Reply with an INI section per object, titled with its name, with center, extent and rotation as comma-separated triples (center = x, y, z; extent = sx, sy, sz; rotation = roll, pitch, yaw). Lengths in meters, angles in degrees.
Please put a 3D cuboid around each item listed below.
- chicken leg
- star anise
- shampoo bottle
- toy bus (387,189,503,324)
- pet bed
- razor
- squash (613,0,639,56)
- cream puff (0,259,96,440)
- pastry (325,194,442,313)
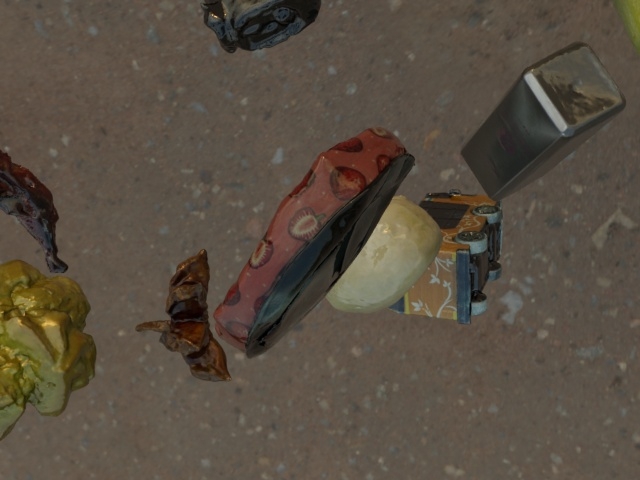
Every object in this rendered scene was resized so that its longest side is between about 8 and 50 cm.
[chicken leg]
center = -0.419, -0.048, 1.094
extent = 0.048, 0.089, 0.219
rotation = 7, 144, 46
[star anise]
center = -0.201, 0.127, 1.192
extent = 0.196, 0.111, 0.212
rotation = 50, 135, 38
[shampoo bottle]
center = 0.217, -0.111, 0.820
extent = 0.080, 0.079, 0.246
rotation = 60, 168, 9
[toy bus]
center = 0.253, 0.022, 1.548
extent = 0.194, 0.323, 0.162
rotation = 4, 113, 22
[pet bed]
center = 0.000, 0.000, 0.584
extent = 0.053, 0.201, 0.201
rotation = 41, 125, 8
[razor]
center = -0.121, -0.444, 1.177
extent = 0.189, 0.107, 0.327
rotation = -24, 71, 10
[squash]
center = 0.499, -0.323, 1.121
extent = 0.137, 0.287, 0.137
rotation = 7, 123, 10
[cream puff]
center = -0.352, 0.128, 0.901
extent = 0.194, 0.221, 0.195
rotation = 29, 142, 25
[pastry]
center = 0.072, 0.022, 0.906
extent = 0.092, 0.156, 0.156
rotation = 41, 124, 6
